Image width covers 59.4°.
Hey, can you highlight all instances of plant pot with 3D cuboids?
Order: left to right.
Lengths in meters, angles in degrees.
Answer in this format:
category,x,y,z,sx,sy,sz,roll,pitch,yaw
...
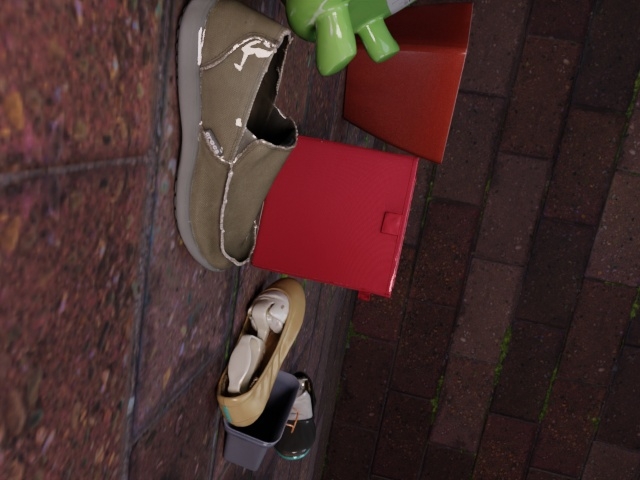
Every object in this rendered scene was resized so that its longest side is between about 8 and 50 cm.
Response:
category,x,y,z,sx,sy,sz,roll,pitch,yaw
plant pot,0.186,-0.365,1.240,0.267,0.236,0.267,-69,166,-47

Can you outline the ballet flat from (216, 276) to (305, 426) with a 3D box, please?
category,x,y,z,sx,sy,sz,roll,pitch,yaw
ballet flat,-0.077,0.130,0.755,0.073,0.080,0.232,69,30,-47

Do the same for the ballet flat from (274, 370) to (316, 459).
category,x,y,z,sx,sy,sz,roll,pitch,yaw
ballet flat,-0.056,0.339,1.145,0.280,0.095,0.096,-95,-174,-85

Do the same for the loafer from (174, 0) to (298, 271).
category,x,y,z,sx,sy,sz,roll,pitch,yaw
loafer,-0.068,-0.074,0.478,0.094,0.087,0.251,-66,165,-53

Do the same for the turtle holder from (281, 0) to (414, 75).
category,x,y,z,sx,sy,sz,roll,pitch,yaw
turtle holder,0.026,-0.271,0.412,0.243,0.227,0.320,-26,-172,46

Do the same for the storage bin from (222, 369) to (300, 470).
category,x,y,z,sx,sy,sz,roll,pitch,yaw
storage bin,-0.087,0.267,0.829,0.135,0.098,0.091,-64,174,-57

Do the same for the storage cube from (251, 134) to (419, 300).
category,x,y,z,sx,sy,sz,roll,pitch,yaw
storage cube,0.029,-0.032,0.815,0.184,0.193,0.215,8,94,-81
